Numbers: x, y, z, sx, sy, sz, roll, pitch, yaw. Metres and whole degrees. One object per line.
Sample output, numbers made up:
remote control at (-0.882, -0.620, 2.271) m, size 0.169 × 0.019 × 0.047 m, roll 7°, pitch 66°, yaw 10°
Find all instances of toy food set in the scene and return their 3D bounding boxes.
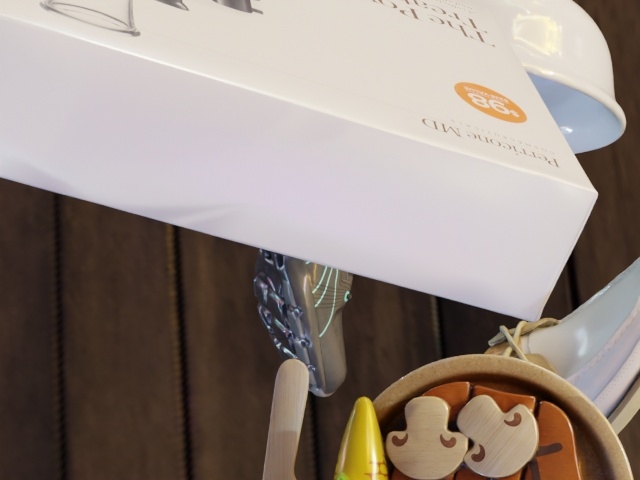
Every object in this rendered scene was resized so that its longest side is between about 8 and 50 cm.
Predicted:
toy food set at (0.064, 0.112, 0.670) m, size 0.192 × 0.038 × 0.132 m, roll 4°, pitch 85°, yaw 10°

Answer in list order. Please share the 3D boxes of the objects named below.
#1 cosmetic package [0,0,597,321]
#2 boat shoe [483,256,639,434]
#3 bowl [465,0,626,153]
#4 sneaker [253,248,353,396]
cosmetic package at (-0.055, -0.103, 0.978) m, size 0.377 × 0.097 × 0.284 m, roll 15°, pitch 27°, yaw -16°
boat shoe at (0.169, 0.118, 1.295) m, size 0.103 × 0.113 × 0.302 m, roll 33°, pitch 114°, yaw -7°
bowl at (0.139, -0.180, 1.526) m, size 0.297 × 0.298 × 0.134 m, roll 6°, pitch 79°, yaw 19°
sneaker at (0.000, 0.000, 1.316) m, size 0.106 × 0.267 × 0.101 m, roll -20°, pitch 28°, yaw -20°
